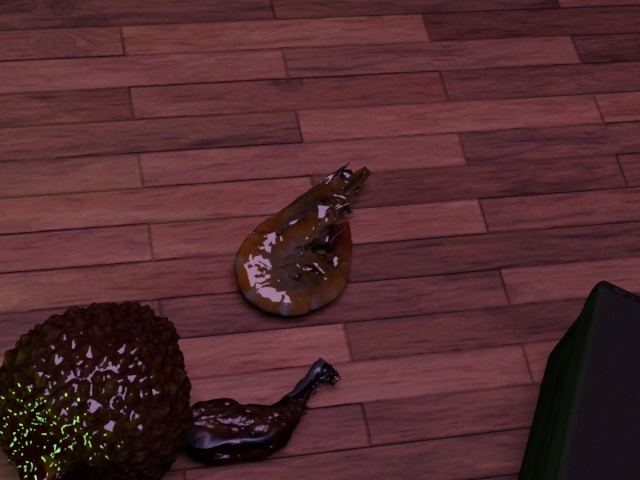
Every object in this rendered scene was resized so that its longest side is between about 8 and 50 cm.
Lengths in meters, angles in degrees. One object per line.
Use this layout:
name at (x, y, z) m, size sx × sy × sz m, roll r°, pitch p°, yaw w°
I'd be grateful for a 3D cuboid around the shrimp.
shrimp at (0.000, 0.000, 1.764) m, size 0.152 × 0.063 × 0.287 m, roll 41°, pitch 63°, yaw 13°

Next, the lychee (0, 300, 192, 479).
lychee at (-0.263, 0.182, 1.498) m, size 0.272 × 0.271 × 0.271 m, roll 5°, pitch 57°, yaw -7°

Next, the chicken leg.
chicken leg at (-0.079, 0.229, 1.615) m, size 0.253 × 0.051 × 0.106 m, roll -18°, pitch 57°, yaw -23°

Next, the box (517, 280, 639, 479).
box at (0.405, 0.276, 1.577) m, size 0.251 × 0.204 × 0.345 m, roll 20°, pitch 57°, yaw 2°
